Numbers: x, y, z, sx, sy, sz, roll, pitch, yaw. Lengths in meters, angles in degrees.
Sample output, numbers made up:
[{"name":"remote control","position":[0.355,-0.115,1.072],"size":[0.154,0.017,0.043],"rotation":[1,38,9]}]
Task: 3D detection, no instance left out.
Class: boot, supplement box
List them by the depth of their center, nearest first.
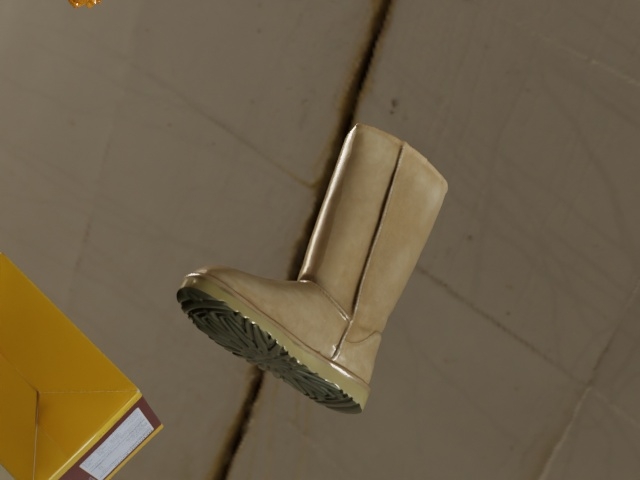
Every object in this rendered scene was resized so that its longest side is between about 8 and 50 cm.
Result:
[{"name":"boot","position":[0.000,0.000,1.027],"size":[0.089,0.269,0.236],"rotation":[-7,-38,46]},{"name":"supplement box","position":[-0.273,0.145,1.030],"size":[0.191,0.129,0.194],"rotation":[42,-16,12]}]

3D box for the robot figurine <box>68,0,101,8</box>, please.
[{"name":"robot figurine","position":[-0.158,-0.341,0.964],"size":[0.291,0.085,0.211],"rotation":[-27,-63,33]}]
